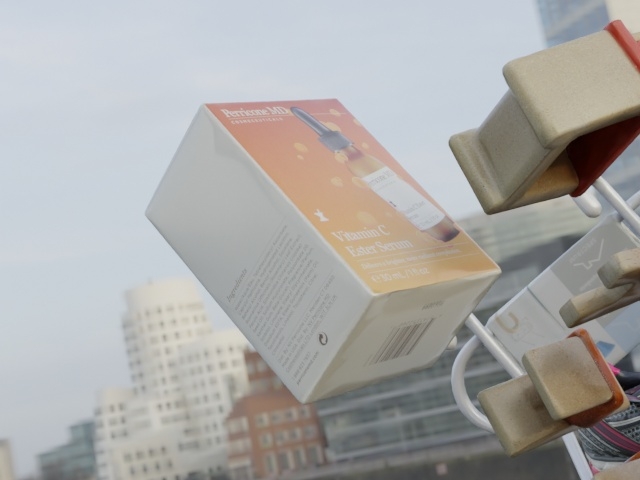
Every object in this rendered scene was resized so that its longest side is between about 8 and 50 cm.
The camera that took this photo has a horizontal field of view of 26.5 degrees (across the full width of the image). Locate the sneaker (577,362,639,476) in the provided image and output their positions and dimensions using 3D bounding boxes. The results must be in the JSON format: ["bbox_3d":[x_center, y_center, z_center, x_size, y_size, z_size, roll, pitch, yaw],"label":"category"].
[{"bbox_3d":[0.336,0.153,1.153,0.299,0.112,0.121,-14,12,46],"label":"sneaker"}]

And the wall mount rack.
[{"bbox_3d":[0.277,0.115,1.301,0.350,0.304,0.130,-45,-11,24],"label":"wall mount rack"}]

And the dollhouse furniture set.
[{"bbox_3d":[0.191,0.016,0.701,0.135,0.259,0.262,-16,-22,-30],"label":"dollhouse furniture set"}]

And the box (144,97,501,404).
[{"bbox_3d":[0.000,0.000,0.837,0.130,0.170,0.091,-10,-40,-49],"label":"box"}]
